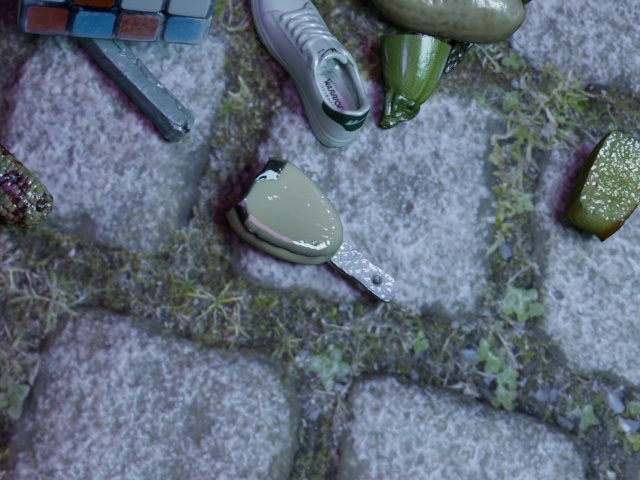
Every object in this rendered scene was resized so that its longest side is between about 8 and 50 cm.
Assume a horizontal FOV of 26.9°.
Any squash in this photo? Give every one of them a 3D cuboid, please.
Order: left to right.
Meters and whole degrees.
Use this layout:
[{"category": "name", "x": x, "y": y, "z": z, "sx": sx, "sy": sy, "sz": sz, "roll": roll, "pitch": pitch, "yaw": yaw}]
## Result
[{"category": "squash", "x": 0.127, "y": -0.220, "z": 1.893, "sx": 0.105, "sy": 0.105, "sz": 0.132, "roll": 9, "pitch": 86, "yaw": -15}]

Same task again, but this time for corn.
[{"category": "corn", "x": -0.445, "y": -0.106, "z": 1.680, "sx": 0.253, "sy": 0.086, "sz": 0.086, "roll": 38, "pitch": 68, "yaw": -7}]

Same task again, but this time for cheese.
[{"category": "cheese", "x": 0.000, "y": 0.000, "z": 1.807, "sx": 0.251, "sy": 0.054, "sz": 0.127, "roll": 38, "pitch": 68, "yaw": -6}]

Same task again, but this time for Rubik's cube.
[{"category": "Rubik's cube", "x": -0.253, "y": -0.426, "z": 1.707, "sx": 0.256, "sy": 0.253, "sz": 0.259, "roll": 3, "pitch": 60, "yaw": -16}]

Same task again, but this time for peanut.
[{"category": "peanut", "x": 0.171, "y": -0.358, "z": 1.911, "sx": 0.253, "sy": 0.122, "sz": 0.137, "roll": 8, "pitch": 111, "yaw": -1}]

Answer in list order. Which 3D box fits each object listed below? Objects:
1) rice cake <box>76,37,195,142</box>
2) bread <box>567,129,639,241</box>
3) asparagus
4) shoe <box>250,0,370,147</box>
[{"category": "rice cake", "x": -0.261, "y": -0.230, "z": 1.790, "sx": 0.245, "sy": 0.045, "sz": 0.042, "roll": 47, "pitch": 57, "yaw": 0}, {"category": "bread", "x": 0.413, "y": -0.076, "z": 1.921, "sx": 0.086, "sy": 0.125, "sz": 0.156, "roll": 25, "pitch": 80, "yaw": -1}, {"category": "asparagus", "x": 0.253, "y": -0.321, "z": 1.986, "sx": 0.236, "sy": 0.027, "sz": 0.034, "roll": -41, "pitch": 80, "yaw": -23}, {"category": "shoe", "x": -0.005, "y": -0.262, "z": 1.847, "sx": 0.095, "sy": 0.110, "sz": 0.265, "roll": -26, "pitch": 87, "yaw": -21}]
